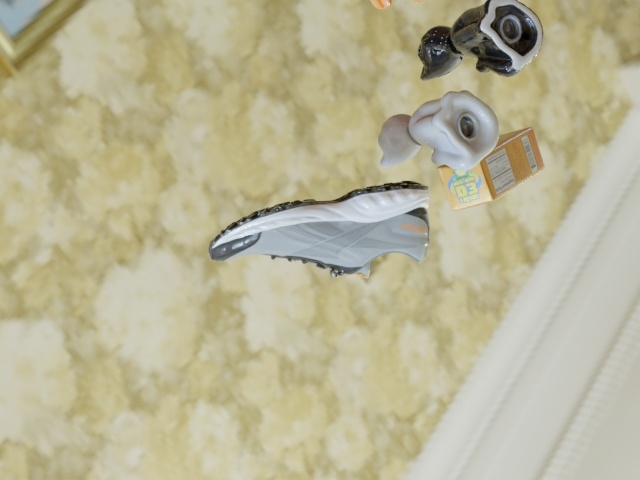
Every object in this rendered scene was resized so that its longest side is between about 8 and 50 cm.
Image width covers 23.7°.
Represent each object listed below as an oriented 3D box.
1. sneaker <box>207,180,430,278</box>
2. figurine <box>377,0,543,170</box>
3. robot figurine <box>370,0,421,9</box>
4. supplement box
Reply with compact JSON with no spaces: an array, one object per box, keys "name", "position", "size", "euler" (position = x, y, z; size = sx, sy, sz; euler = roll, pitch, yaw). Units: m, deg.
[{"name":"sneaker","position":[0.000,0.000,1.803],"size":[0.271,0.108,0.100],"euler":[-9,-175,3]},{"name":"figurine","position":[0.155,-0.184,1.874],"size":[0.209,0.092,0.215],"euler":[-3,-121,64]},{"name":"robot figurine","position":[0.072,-0.380,1.746],"size":[0.158,0.128,0.220],"euler":[-23,-112,49]},{"name":"supplement box","position":[0.268,-0.113,2.367],"size":[0.078,0.080,0.233],"euler":[-14,-174,32]}]
